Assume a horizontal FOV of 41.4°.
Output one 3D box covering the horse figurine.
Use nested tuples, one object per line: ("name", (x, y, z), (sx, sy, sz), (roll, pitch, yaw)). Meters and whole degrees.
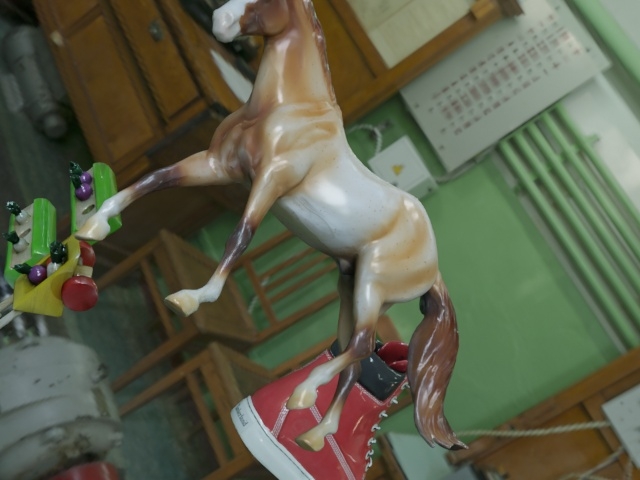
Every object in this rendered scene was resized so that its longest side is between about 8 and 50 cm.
("horse figurine", (0.000, 0.000, 0.462), (0.263, 0.174, 0.066), (47, -28, -21))

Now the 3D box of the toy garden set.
("toy garden set", (-0.286, 0.030, 0.720), (0.049, 0.244, 0.204), (58, 2, -33))

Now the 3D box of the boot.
("boot", (0.046, 0.195, 0.849), (0.244, 0.176, 0.088), (55, -1, -38))
